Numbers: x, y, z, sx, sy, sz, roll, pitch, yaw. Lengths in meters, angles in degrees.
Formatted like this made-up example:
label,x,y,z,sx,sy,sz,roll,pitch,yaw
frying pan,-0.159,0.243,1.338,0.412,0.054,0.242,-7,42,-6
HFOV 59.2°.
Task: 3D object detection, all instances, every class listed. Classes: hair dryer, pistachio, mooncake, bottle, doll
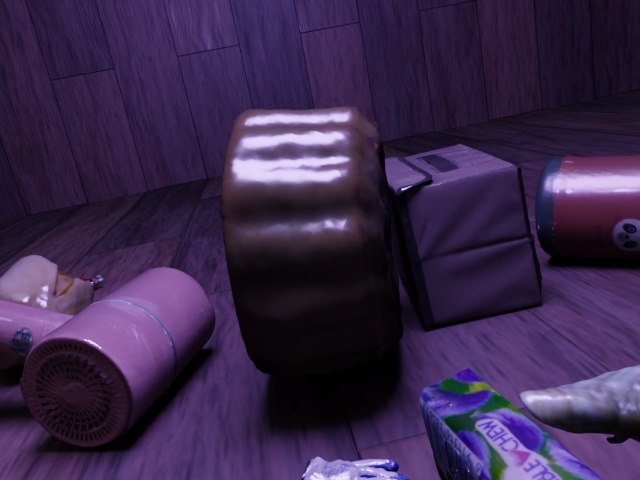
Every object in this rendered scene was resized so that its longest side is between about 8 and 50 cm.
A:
label,x,y,z,sx,sy,sz,roll,pitch,yaw
hair dryer,-0.321,0.093,0.655,0.353,0.125,0.210,13,20,10
pistachio,-0.411,0.099,0.821,0.153,0.137,0.238,-40,24,2
mooncake,0.000,0.000,0.607,0.161,0.290,0.290,-6,16,5
bottle,0.460,-0.038,0.710,0.336,0.143,0.144,4,22,36
doll,-0.454,0.089,1.068,0.057,0.039,0.114,16,7,-3

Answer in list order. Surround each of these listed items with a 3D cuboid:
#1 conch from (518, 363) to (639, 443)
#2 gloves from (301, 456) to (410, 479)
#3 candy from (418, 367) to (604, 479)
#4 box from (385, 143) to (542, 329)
label,x,y,z,sx,sy,sz,roll,pitch,yaw
conch,0.327,0.064,0.372,0.386,0.203,0.169,3,61,11
gloves,0.026,0.186,0.418,0.086,0.026,0.064,-3,19,12
candy,0.141,0.170,0.273,0.061,0.088,0.312,-20,18,-10
box,0.172,-0.022,0.767,0.153,0.188,0.252,-13,13,1
